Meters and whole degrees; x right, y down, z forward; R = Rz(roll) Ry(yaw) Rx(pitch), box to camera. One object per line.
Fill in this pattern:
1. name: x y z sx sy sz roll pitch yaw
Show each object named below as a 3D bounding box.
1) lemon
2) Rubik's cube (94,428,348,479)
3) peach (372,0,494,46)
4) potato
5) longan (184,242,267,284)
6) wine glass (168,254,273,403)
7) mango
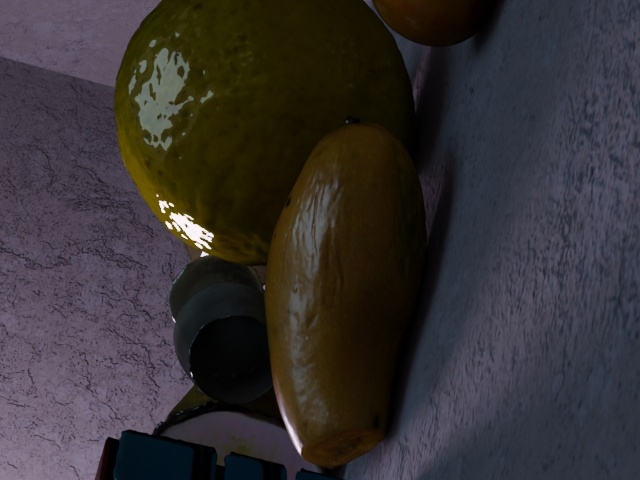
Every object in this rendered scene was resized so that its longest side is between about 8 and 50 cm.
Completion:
1. lemon: -0.062 -0.138 1.711 0.350 0.350 0.387 116 146 -55
2. Rubik's cube: -0.097 0.375 1.283 0.283 0.288 0.293 -89 14 -62
3. peach: 0.117 -0.265 1.499 0.138 0.138 0.138 -166 90 -82
4. potato: -0.077 0.229 1.788 0.266 0.229 0.229 -58 -13 -64
5. longan: -0.122 -0.032 2.394 0.248 0.248 0.248 -166 90 -82
6. wine glass: -0.107 0.098 1.670 0.241 0.126 0.126 -128 53 -73
7. mango: 0.021 0.052 1.507 0.187 0.144 0.359 11 92 61
